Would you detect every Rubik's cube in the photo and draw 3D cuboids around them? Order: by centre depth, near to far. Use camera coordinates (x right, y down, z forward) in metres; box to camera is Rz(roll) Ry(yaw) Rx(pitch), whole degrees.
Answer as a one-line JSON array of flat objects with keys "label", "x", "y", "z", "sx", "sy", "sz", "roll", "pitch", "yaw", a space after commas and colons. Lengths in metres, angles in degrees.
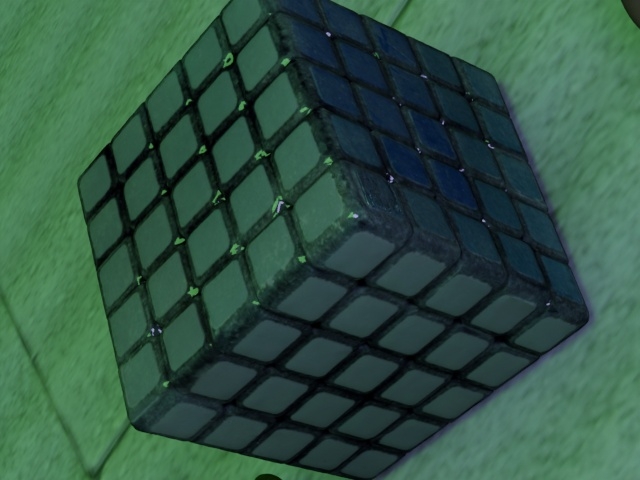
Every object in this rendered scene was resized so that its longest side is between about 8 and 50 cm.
[{"label": "Rubik's cube", "x": 0.000, "y": 0.000, "z": 1.060, "sx": 0.238, "sy": 0.237, "sz": 0.237, "roll": -44, "pitch": 47, "yaw": 30}]

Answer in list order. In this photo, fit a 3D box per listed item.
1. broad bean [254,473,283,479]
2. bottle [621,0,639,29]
[{"label": "broad bean", "x": 0.019, "y": 0.214, "z": 1.102, "sx": 0.195, "sy": 0.046, "sz": 0.061, "roll": 5, "pitch": 67, "yaw": 45}, {"label": "bottle", "x": 0.289, "y": -0.194, "z": 0.902, "sx": 0.253, "sy": 0.120, "sz": 0.120, "roll": -22, "pitch": 59, "yaw": 41}]
